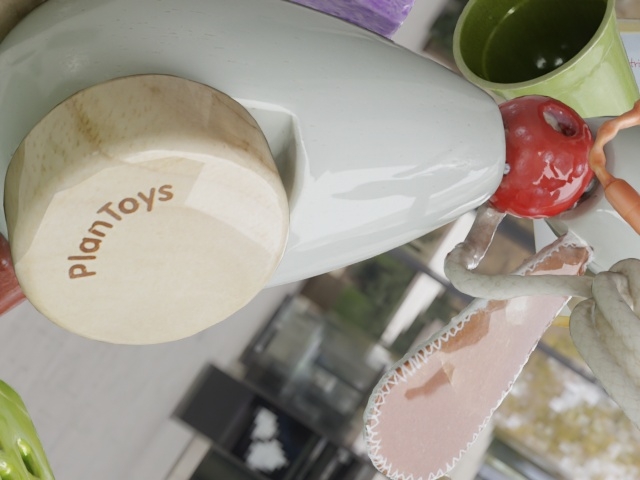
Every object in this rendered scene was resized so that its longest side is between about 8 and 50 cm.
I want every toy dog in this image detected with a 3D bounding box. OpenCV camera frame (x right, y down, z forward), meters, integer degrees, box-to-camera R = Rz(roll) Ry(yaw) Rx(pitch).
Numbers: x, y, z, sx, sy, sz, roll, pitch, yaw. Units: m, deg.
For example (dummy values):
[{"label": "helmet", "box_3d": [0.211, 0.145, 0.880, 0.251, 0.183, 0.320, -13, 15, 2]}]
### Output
[{"label": "toy dog", "box_3d": [0.000, 0.000, 0.582, 0.161, 0.333, 0.220, -52, -161, 34]}]

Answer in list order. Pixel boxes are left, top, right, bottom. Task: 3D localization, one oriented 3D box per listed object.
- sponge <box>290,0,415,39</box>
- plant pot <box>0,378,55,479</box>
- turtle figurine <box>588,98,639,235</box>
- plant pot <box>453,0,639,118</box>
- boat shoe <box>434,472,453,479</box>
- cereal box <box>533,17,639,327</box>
[{"label": "sponge", "box_3d": [-0.025, -0.112, 0.740, 0.031, 0.117, 0.210, -61, -176, -10]}, {"label": "plant pot", "box_3d": [-0.230, 0.184, 0.734, 0.227, 0.207, 0.228, -36, 157, 4]}, {"label": "turtle figurine", "box_3d": [0.237, -0.015, 0.578, 0.217, 0.269, 0.087, -58, -179, -15]}, {"label": "plant pot", "box_3d": [0.119, -0.085, 0.797, 0.083, 0.083, 0.079, -56, 135, -14]}, {"label": "boat shoe", "box_3d": [0.095, 0.199, 1.179, 0.050, 0.045, 0.135, -56, 157, 2]}, {"label": "cereal box", "box_3d": [0.238, -0.045, 1.206, 0.047, 0.173, 0.240, -27, 116, -47]}]
